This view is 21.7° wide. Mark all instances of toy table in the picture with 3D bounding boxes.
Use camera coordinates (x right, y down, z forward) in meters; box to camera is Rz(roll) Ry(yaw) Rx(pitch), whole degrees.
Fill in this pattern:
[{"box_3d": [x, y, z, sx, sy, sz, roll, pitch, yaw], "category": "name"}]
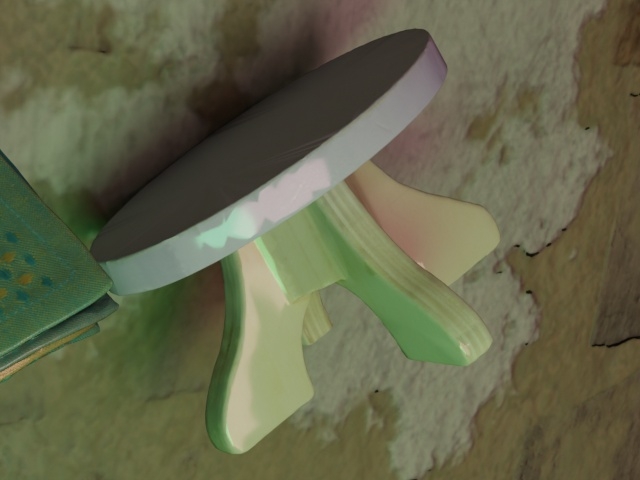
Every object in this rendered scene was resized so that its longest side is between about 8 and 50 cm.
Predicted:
[{"box_3d": [0.000, 0.000, 1.090, 0.274, 0.252, 0.161, -34, 109, -15], "category": "toy table"}]

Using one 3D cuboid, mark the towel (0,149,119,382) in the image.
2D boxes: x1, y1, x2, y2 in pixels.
[{"box_3d": [-0.324, 0.019, 0.812, 0.370, 0.271, 0.040, -31, 163, -29], "category": "towel"}]
